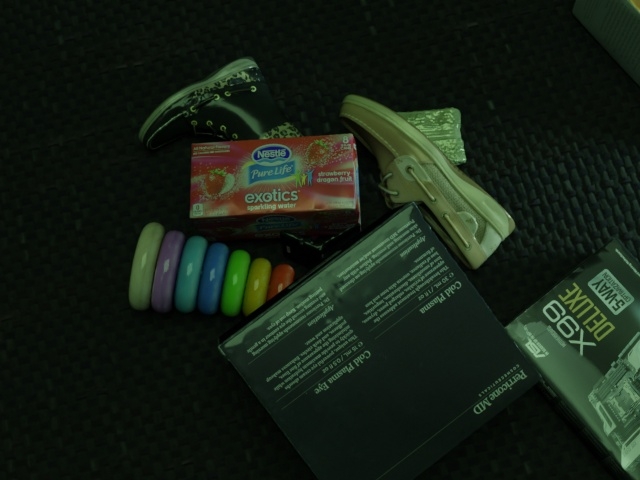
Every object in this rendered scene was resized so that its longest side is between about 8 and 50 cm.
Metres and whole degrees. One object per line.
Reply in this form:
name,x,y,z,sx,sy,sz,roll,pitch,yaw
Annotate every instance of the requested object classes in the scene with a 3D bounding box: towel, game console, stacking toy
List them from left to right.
stacking toy,-0.125,0.069,1.717,0.330,0.141,0.141,11,72,-3
game console,0.000,0.000,1.728,0.107,0.122,0.071,24,73,9
towel,0.165,-0.167,1.830,0.148,0.027,0.110,-5,73,0

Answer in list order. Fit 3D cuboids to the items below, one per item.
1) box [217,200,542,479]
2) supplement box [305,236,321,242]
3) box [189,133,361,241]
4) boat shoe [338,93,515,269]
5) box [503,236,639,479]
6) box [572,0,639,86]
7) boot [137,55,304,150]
box,0.077,0.170,1.588,0.343,0.179,0.312,-36,92,-5
supplement box,-0.021,-0.044,1.785,0.055,0.043,0.083,-41,76,-12
box,-0.068,-0.080,1.710,0.257,0.122,0.128,-3,71,5
boat shoe,0.149,-0.095,1.741,0.341,0.121,0.110,41,85,2
box,0.458,0.187,1.678,0.242,0.076,0.307,-36,75,-12
box,0.618,-0.350,1.806,0.215,0.168,0.345,-35,75,-10
boot,-0.163,-0.177,1.812,0.236,0.085,0.178,-34,76,-10
